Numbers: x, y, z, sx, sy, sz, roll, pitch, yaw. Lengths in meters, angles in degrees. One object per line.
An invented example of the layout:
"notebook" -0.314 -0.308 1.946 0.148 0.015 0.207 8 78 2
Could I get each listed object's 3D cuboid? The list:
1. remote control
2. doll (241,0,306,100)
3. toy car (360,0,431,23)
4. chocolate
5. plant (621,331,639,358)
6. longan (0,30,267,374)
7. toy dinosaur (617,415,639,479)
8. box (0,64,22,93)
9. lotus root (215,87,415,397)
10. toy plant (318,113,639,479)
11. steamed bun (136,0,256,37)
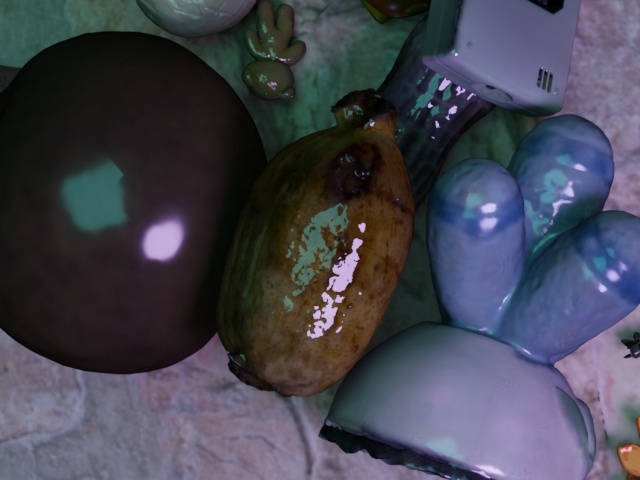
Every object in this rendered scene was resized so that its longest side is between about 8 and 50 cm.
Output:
"remote control" 0.175 -0.286 1.631 0.050 0.145 0.344 -7 66 49
"doll" -0.042 -0.173 1.735 0.061 0.051 0.093 11 90 -15
"toy car" 0.044 -0.312 1.646 0.145 0.235 0.235 -36 78 6
"chocolate" 0.084 -0.106 1.676 0.110 0.110 0.248 41 93 13
"plant" 0.310 0.086 1.634 0.102 0.051 0.051 -22 80 14
"longan" -0.177 -0.034 1.633 0.297 0.297 0.297 -1 84 12
"toy dinosaur" 0.316 0.191 1.615 0.288 0.070 0.117 -38 67 2
"box" -0.373 -0.066 1.778 0.215 0.086 0.215 9 87 13
"lotus root" 0.000 0.000 1.515 0.145 0.128 0.260 20 87 47
"toy plant" 0.159 0.051 1.587 0.247 0.247 0.332 19 85 13
"steamed bun" -0.105 -0.245 1.735 0.112 0.091 0.130 37 96 18
